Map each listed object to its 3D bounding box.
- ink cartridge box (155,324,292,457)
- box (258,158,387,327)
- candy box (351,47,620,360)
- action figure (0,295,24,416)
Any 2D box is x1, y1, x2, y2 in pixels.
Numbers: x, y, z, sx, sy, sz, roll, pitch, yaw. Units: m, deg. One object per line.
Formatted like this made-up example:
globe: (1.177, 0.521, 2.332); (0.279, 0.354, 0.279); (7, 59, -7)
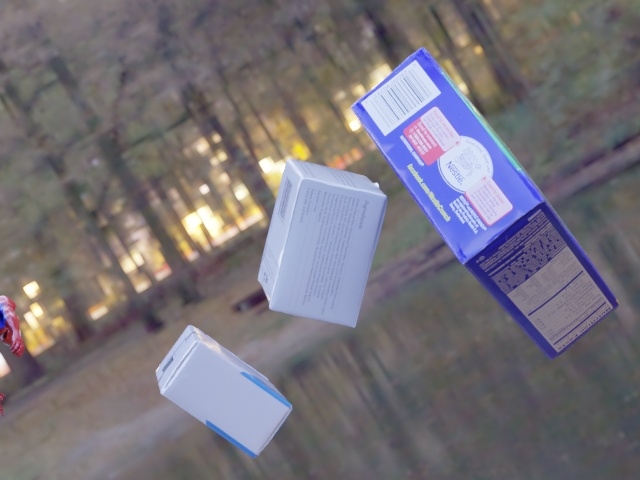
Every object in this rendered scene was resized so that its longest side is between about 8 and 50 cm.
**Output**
ink cartridge box: (-0.120, 0.179, 1.814); (0.082, 0.139, 0.190); (-55, 8, -4)
box: (0.000, 0.000, 1.982); (0.119, 0.182, 0.181); (12, 9, -9)
candy box: (0.200, -0.037, 1.768); (0.122, 0.268, 0.317); (-37, -34, 6)
action figure: (-0.411, 0.117, 1.765); (0.091, 0.139, 0.280); (-35, -19, 7)
